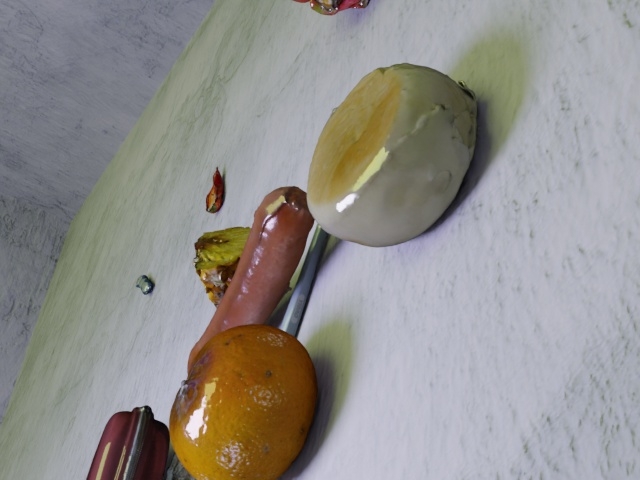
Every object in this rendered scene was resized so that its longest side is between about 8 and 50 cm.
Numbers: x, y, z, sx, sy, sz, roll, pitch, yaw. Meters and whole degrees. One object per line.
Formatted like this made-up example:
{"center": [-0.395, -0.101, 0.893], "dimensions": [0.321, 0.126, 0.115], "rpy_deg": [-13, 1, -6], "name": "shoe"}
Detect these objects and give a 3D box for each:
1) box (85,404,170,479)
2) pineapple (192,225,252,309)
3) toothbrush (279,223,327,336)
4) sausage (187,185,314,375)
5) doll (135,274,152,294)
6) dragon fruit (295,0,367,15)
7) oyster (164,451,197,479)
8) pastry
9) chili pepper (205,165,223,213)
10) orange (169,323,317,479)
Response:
{"center": [-0.339, 0.423, 1.519], "dimensions": [0.404, 0.108, 0.263], "rpy_deg": [127, 158, -63], "name": "box"}
{"center": [-0.130, 0.063, 1.575], "dimensions": [0.250, 0.140, 0.164], "rpy_deg": [-117, 12, -82], "name": "pineapple"}
{"center": [-0.001, 0.000, 1.411], "dimensions": [0.030, 0.025, 0.342], "rpy_deg": [-15, 53, 64], "name": "toothbrush"}
{"center": [-0.107, 0.081, 1.413], "dimensions": [0.419, 0.094, 0.094], "rpy_deg": [-63, 36, 35], "name": "sausage"}
{"center": [-0.443, 0.112, 2.322], "dimensions": [0.037, 0.027, 0.125], "rpy_deg": [-58, 21, -3], "name": "doll"}
{"center": [0.013, -0.566, 1.706], "dimensions": [0.305, 0.305, 0.226], "rpy_deg": [-56, 51, 21], "name": "dragon fruit"}
{"center": [-0.209, 0.358, 1.461], "dimensions": [0.125, 0.064, 0.177], "rpy_deg": [-79, 12, -67], "name": "oyster"}
{"center": [0.089, -0.109, 1.166], "dimensions": [0.265, 0.133, 0.265], "rpy_deg": [-49, 26, 34], "name": "pastry"}
{"center": [-0.237, -0.112, 2.088], "dimensions": [0.045, 0.027, 0.178], "rpy_deg": [-48, 27, 28], "name": "chili pepper"}
{"center": [-0.106, 0.216, 1.215], "dimensions": [0.224, 0.170, 0.224], "rpy_deg": [-47, 28, 35], "name": "orange"}
